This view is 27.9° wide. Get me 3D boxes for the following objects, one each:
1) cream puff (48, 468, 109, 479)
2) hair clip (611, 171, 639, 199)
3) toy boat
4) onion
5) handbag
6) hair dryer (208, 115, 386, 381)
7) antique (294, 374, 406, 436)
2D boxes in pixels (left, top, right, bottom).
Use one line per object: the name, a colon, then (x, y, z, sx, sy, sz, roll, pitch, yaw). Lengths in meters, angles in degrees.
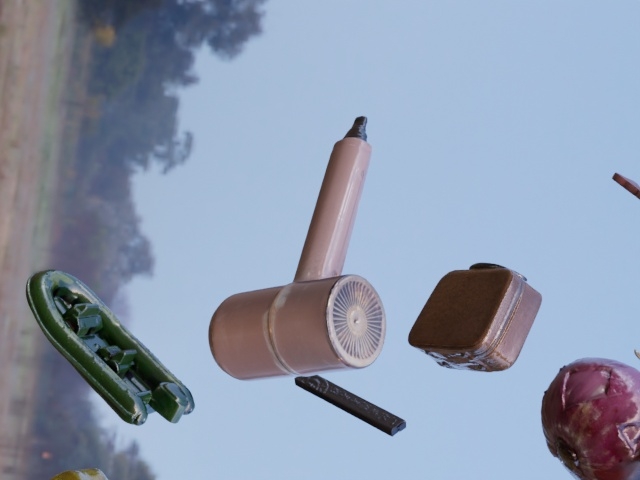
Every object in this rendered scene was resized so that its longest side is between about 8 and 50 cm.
cream puff: (-0.406, 0.517, 2.038, 0.274, 0.270, 0.323, -43, 121, -57)
hair clip: (0.554, -0.064, 2.129, 0.123, 0.102, 0.138, 49, -16, 46)
toy boat: (-0.205, 0.102, 1.215, 0.210, 0.104, 0.052, 43, -67, 23)
onion: (0.414, 0.272, 1.794, 0.200, 0.200, 0.207, -117, -146, -65)
handbag: (0.219, 0.107, 1.807, 0.151, 0.072, 0.193, -59, -159, -15)
hair dryer: (0.000, 0.000, 1.486, 0.189, 0.107, 0.344, -12, -130, 40)
antique: (0.040, 0.233, 1.853, 0.192, 0.031, 0.015, 23, -51, 37)
